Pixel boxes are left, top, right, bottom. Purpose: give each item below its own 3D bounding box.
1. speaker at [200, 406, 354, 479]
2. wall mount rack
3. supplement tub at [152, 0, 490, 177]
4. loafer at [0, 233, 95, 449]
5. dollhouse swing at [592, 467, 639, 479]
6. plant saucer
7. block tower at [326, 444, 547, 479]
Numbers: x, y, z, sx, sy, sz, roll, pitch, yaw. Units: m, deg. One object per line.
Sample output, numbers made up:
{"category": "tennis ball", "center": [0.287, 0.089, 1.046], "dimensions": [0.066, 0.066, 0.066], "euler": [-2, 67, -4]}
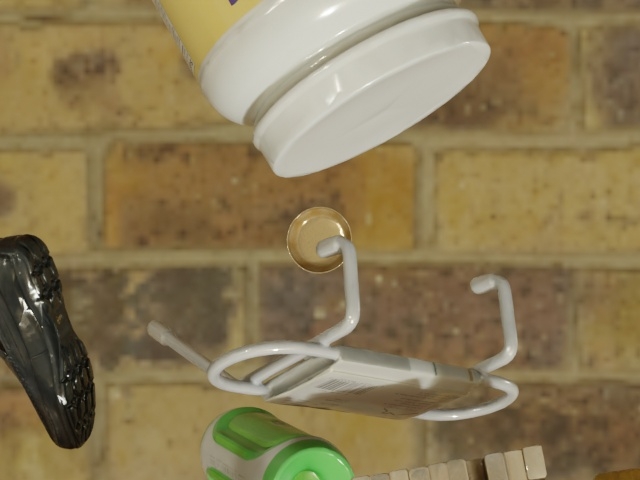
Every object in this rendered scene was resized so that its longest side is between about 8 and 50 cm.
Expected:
{"category": "speaker", "center": [-0.060, 0.288, 2.128], "dimensions": [0.131, 0.131, 0.296], "euler": [-2, -176, -21]}
{"category": "wall mount rack", "center": [0.010, 0.104, 1.619], "dimensions": [0.350, 0.130, 0.304], "euler": [13, 150, -38]}
{"category": "supplement tub", "center": [-0.029, -0.244, 1.390], "dimensions": [0.241, 0.331, 0.241], "euler": [-29, 169, -6]}
{"category": "loafer", "center": [-0.280, 0.101, 1.647], "dimensions": [0.078, 0.223, 0.076], "euler": [-10, -163, 21]}
{"category": "dollhouse swing", "center": [0.421, 0.414, 1.643], "dimensions": [0.315, 0.305, 0.347], "euler": [29, 154, -23]}
{"category": "plant saucer", "center": [0.000, 0.000, 2.102], "dimensions": [0.083, 0.083, 0.015], "euler": [1, 175, 13]}
{"category": "block tower", "center": [0.035, 0.255, 1.486], "dimensions": [0.335, 0.091, 0.097], "euler": [-10, 166, 0]}
